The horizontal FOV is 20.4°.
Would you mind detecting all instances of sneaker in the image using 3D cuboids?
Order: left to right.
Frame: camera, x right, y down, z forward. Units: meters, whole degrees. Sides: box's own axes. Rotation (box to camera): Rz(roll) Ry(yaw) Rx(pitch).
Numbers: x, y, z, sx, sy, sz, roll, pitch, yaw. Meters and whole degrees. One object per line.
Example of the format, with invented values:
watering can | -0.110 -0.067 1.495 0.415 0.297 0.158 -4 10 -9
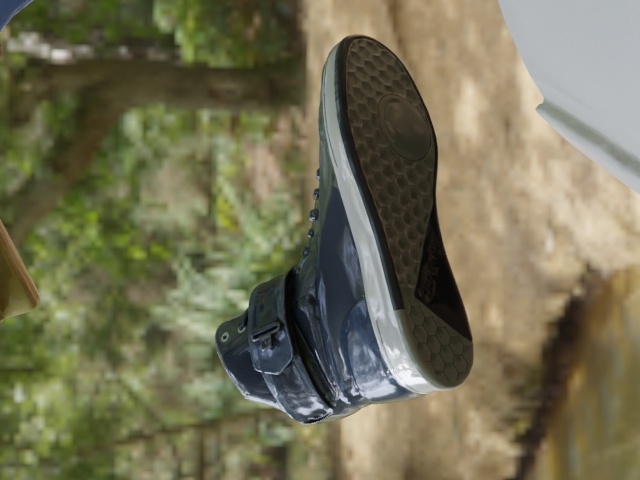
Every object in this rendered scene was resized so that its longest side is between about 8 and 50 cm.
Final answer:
sneaker | -0.001 0.000 1.091 0.163 0.086 0.226 -25 67 43

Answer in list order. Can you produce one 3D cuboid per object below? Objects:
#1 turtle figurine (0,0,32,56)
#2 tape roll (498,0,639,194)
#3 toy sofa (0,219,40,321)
turtle figurine | -0.147 -0.173 0.350 0.198 0.274 0.266 -45 26 35
tape roll | 0.180 -0.094 0.474 0.169 0.246 0.246 -124 35 -71
toy sofa | -0.322 0.088 1.095 0.362 0.177 0.150 -75 -37 -60
